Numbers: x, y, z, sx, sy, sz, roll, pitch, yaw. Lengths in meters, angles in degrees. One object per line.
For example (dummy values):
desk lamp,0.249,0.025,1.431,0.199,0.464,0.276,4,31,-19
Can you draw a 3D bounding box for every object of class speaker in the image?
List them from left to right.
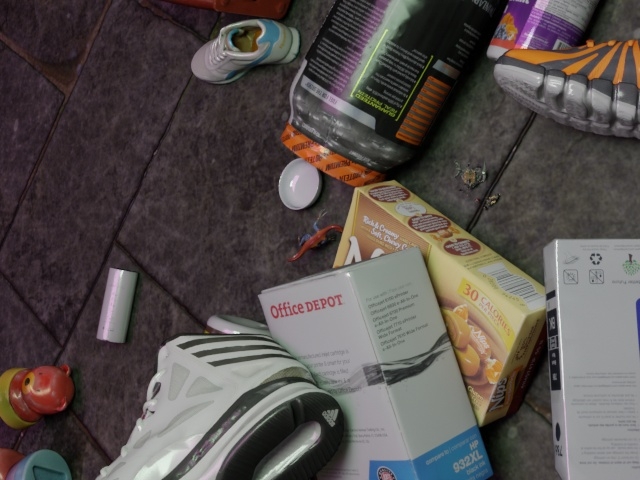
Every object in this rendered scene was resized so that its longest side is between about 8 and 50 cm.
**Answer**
speaker,-0.376,0.119,1.706,0.055,0.055,0.136,8,88,39

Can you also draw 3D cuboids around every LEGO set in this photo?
LEGO set,0.218,-0.081,1.288,0.054,0.023,0.083,-29,78,34

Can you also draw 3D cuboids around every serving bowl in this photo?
serving bowl,-0.027,-0.089,1.479,0.083,0.027,0.083,-9,76,38

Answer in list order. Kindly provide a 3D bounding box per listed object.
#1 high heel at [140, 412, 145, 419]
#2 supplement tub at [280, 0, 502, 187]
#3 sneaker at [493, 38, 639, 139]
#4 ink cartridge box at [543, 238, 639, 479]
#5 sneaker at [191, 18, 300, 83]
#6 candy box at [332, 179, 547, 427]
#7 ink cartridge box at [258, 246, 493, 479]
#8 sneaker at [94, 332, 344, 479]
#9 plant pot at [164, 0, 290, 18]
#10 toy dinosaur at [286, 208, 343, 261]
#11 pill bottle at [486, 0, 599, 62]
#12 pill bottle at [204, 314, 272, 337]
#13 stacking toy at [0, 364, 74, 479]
high heel,-0.234,0.400,1.538,0.181,0.127,0.377,20,91,11
supplement tub,0.091,-0.253,1.298,0.207,0.207,0.338,40,106,36
sneaker,0.381,-0.220,1.103,0.321,0.124,0.180,17,85,15
ink cartridge box,0.349,0.164,1.054,0.165,0.065,0.333,1,78,-1
sneaker,-0.147,-0.331,1.578,0.228,0.092,0.088,-10,77,39
candy box,0.152,0.075,1.234,0.316,0.087,0.183,40,128,37
ink cartridge box,0.065,0.182,1.199,0.223,0.129,0.308,-18,90,56
sneaker,-0.201,0.288,1.179,0.447,0.169,0.257,-35,36,-8
plant pot,-0.164,-0.498,1.505,0.235,0.267,0.267,35,116,28
toy dinosaur,0.000,0.000,1.419,0.090,0.047,0.082,-60,16,-23
pill bottle,0.303,-0.310,1.201,0.108,0.108,0.194,30,101,38
pill bottle,-0.146,0.233,1.459,0.117,0.117,0.215,15,92,40
stacking toy,-0.562,0.366,1.680,0.130,0.279,0.309,-16,71,24
